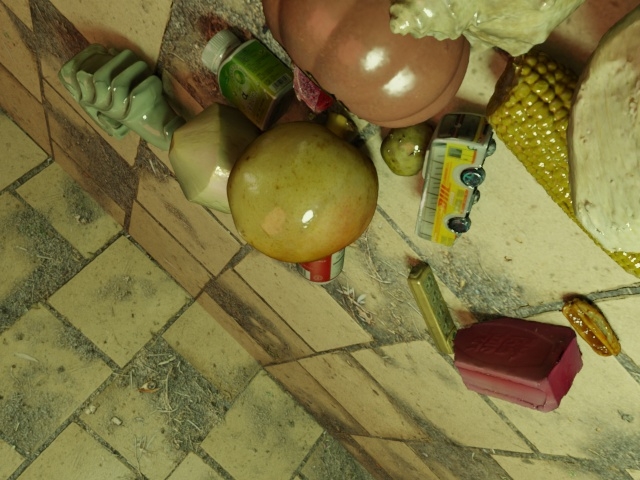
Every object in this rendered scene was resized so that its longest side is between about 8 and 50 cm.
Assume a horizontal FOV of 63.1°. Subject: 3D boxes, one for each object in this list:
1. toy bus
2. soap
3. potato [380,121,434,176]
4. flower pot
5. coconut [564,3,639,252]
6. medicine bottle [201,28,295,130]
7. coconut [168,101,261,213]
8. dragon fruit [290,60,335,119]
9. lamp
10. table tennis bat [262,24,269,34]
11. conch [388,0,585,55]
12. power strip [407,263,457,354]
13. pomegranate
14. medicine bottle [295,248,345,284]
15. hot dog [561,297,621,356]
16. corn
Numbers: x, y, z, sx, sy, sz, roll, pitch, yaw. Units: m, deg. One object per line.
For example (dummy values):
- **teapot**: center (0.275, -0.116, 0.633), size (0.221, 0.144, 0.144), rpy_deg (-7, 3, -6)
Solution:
- **toy bus**: center (0.228, -0.099, 0.901), size (0.106, 0.092, 0.268), rpy_deg (17, 146, 14)
- **soap**: center (0.399, 0.255, 1.108), size (0.249, 0.162, 0.099), rpy_deg (2, 131, 50)
- **potato**: center (0.155, -0.164, 0.949), size (0.091, 0.070, 0.138), rpy_deg (43, 152, 2)
- **flower pot**: center (-0.534, -0.392, 1.430), size (0.367, 0.165, 0.254), rpy_deg (20, 150, 36)
- **coconut**: center (0.388, -0.123, 0.487), size (0.297, 0.297, 0.255), rpy_deg (5, 106, 49)
- **medicine bottle**: center (-0.149, -0.340, 1.081), size (0.188, 0.088, 0.132), rpy_deg (42, 152, 1)
- **coconut**: center (-0.232, -0.191, 1.219), size (0.259, 0.259, 0.259), rpy_deg (31, 150, 21)
- **dragon fruit**: center (-0.012, -0.310, 0.940), size (0.096, 0.102, 0.147), rpy_deg (28, 140, 12)
- **lamp**: center (0.072, -0.301, 0.690), size (0.305, 0.240, 0.305), rpy_deg (38, -162, -14)
- **table tennis bat**: center (-0.089, -0.415, 0.987), size (0.050, 0.007, 0.083), rpy_deg (50, 149, -13)
- **conch**: center (0.125, -0.335, 0.457), size (0.297, 0.353, 0.210), rpy_deg (38, 154, -27)
- **power strip**: center (0.278, 0.174, 1.258), size (0.044, 0.064, 0.306), rpy_deg (3, 133, 41)
- **pomegranate**: center (-0.027, -0.108, 1.041), size (0.319, 0.319, 0.319), rpy_deg (31, 150, 21)
- **medicine bottle**: center (0.000, 0.000, 1.309), size (0.131, 0.131, 0.250), rpy_deg (32, 150, 19)
- **hot dog**: center (0.510, 0.163, 0.974), size (0.144, 0.038, 0.062), rpy_deg (46, 149, -10)
- **corn**: center (0.375, -0.088, 0.700), size (0.387, 0.144, 0.144), rpy_deg (42, 152, 2)
